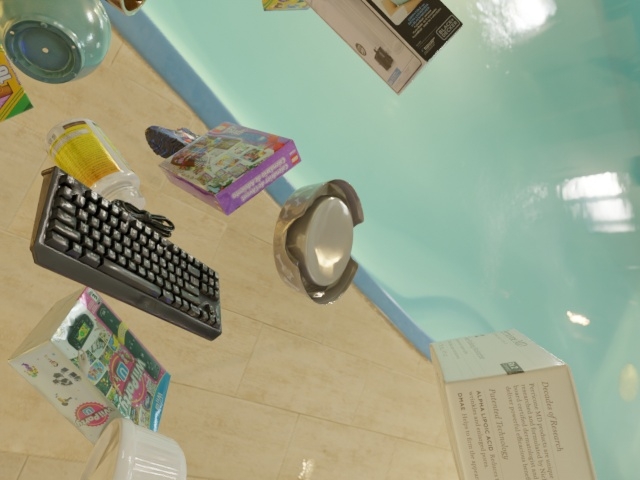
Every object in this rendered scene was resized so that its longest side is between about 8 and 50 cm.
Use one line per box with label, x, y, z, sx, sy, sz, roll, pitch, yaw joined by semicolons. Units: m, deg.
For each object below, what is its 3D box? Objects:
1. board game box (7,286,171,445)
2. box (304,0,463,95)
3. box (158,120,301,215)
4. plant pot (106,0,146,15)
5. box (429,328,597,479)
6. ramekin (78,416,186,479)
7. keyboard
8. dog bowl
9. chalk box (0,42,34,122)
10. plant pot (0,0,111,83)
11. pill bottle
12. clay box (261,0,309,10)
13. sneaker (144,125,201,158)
board game box;-0.457;0.273;0.869;0.098;0.224;0.303;-28;114;1
box;0.078;-0.396;0.690;0.290;0.169;0.087;44;89;-6
box;-0.208;-0.171;0.912;0.201;0.293;0.057;-41;132;-20
plant pot;-0.272;-0.410;0.406;0.255;0.237;0.237;25;76;-21
box;0.207;0.213;0.472;0.119;0.181;0.181;-12;87;9
ramekin;-0.328;0.448;0.687;0.127;0.273;0.272;26;76;-27
keyboard;-0.141;0.008;0.339;0.023;0.108;0.180;-28;142;10
dog bowl;0.000;0.000;1.166;0.349;0.102;0.348;-17;111;-54
chalk box;-0.767;-0.292;0.787;0.289;0.180;0.179;-51;153;-38
plant pot;-0.739;-0.554;1.131;0.293;0.293;0.196;9;46;-32
pill bottle;-0.465;-0.142;0.868;0.117;0.117;0.215;-35;81;-28
clay box;-0.041;-0.597;0.957;0.128;0.222;0.053;-17;105;-25
sneaker;-0.406;-0.281;1.175;0.221;0.083;0.087;10;51;-64
